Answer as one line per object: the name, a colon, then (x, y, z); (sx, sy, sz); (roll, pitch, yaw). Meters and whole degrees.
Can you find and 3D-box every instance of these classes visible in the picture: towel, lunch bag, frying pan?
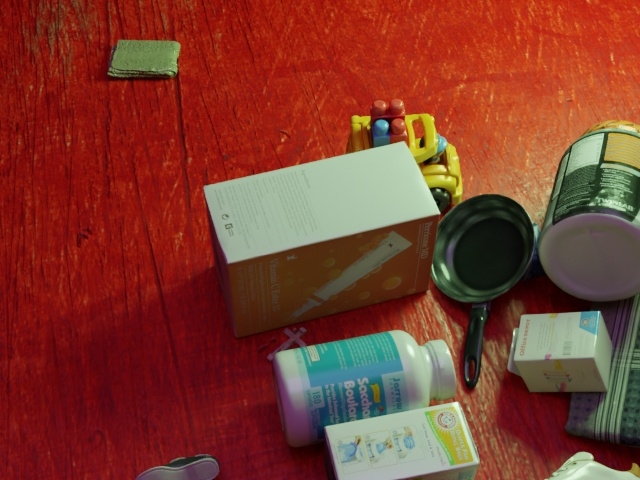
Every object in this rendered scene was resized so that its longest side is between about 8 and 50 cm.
towel: (0.562, 0.190, 1.460); (0.312, 0.056, 0.324); (2, 49, 30)
lunch bag: (0.350, 0.024, 1.624); (0.065, 0.067, 0.098); (-9, 53, -7)
towel: (-0.370, -0.379, 1.972); (0.148, 0.027, 0.110); (-1, 51, 1)
frying pan: (0.289, 0.068, 1.561); (0.197, 0.053, 0.326); (-30, 54, 22)

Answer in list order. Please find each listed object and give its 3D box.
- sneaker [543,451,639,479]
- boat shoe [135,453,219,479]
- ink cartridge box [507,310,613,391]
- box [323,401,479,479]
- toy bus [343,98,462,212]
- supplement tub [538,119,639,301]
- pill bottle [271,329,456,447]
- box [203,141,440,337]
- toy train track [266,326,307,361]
sneaker: (0.335, 0.369, 1.337); (0.290, 0.106, 0.123); (1, 47, -13)
boat shoe: (-0.211, 0.344, 1.390); (0.125, 0.038, 0.046); (-17, 95, -6)
ink cartridge box: (0.371, 0.175, 1.468); (0.143, 0.090, 0.092); (-6, 45, 31)
box: (0.113, 0.320, 1.359); (0.203, 0.114, 0.103); (-9, 51, -8)
toy bus: (0.150, -0.161, 1.682); (0.220, 0.211, 0.150); (-2, 50, -3)
supplement tub: (0.486, -0.061, 1.593); (0.193, 0.194, 0.316); (16, 41, 13)
pill bottle: (0.066, 0.218, 1.421); (0.264, 0.146, 0.146); (-10, 52, -7)
box: (0.000, 0.000, 1.551); (0.345, 0.215, 0.168); (-14, 53, -10)
toy train track: (-0.055, 0.168, 1.545); (0.048, 0.014, 0.083); (38, 61, 26)
